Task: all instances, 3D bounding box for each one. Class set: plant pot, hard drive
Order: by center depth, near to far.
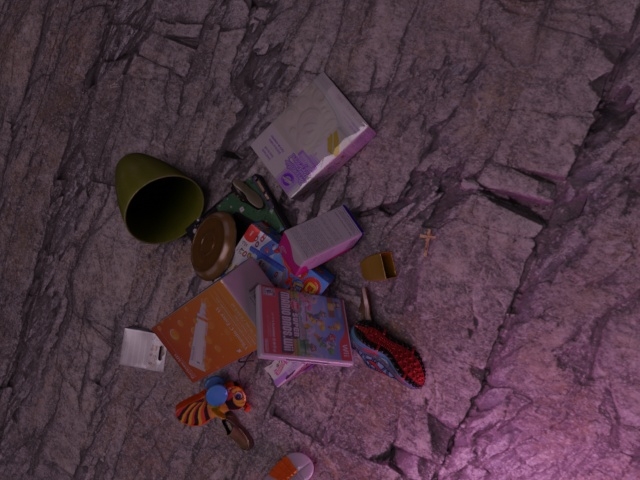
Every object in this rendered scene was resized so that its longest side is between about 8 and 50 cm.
[{"bbox_3d":[0.167,0.081,1.291,0.083,0.081,0.081,-16,83,33],"label":"plant pot"},{"bbox_3d":[-0.357,0.013,1.411,0.236,0.032,0.236,-15,68,40],"label":"plant pot"},{"bbox_3d":[-0.282,-0.036,1.482,0.339,0.064,0.237,-36,76,18],"label":"hard drive"},{"bbox_3d":[-0.604,-0.180,1.535,0.293,0.275,0.275,43,104,34],"label":"plant pot"}]

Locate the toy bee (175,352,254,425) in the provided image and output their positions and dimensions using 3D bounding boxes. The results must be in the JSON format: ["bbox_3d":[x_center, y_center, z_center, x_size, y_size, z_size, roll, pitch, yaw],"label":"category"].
[{"bbox_3d":[-0.313,0.526,1.431,0.298,0.195,0.162,-31,102,8],"label":"toy bee"}]

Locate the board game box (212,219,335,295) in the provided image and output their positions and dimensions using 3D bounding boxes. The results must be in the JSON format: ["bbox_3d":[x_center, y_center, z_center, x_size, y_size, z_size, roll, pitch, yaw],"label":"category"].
[{"bbox_3d":[-0.164,0.148,1.377,0.302,0.086,0.308,37,106,8],"label":"board game box"}]

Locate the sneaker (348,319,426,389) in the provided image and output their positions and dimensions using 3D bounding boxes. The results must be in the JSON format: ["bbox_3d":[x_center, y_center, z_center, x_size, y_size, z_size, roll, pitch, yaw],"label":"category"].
[{"bbox_3d":[0.191,0.339,1.277,0.262,0.104,0.125,41,144,4],"label":"sneaker"}]

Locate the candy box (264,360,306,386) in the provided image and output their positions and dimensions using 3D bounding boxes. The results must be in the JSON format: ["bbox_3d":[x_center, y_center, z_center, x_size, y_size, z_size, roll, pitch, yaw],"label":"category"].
[{"bbox_3d":[-0.049,0.343,1.304,0.165,0.196,0.070,-44,72,17],"label":"candy box"}]

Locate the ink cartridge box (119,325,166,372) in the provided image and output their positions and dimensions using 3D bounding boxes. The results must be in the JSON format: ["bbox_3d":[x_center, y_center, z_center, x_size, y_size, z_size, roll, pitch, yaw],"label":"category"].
[{"bbox_3d":[-0.663,0.411,1.650,0.179,0.045,0.145,9,91,4],"label":"ink cartridge box"}]

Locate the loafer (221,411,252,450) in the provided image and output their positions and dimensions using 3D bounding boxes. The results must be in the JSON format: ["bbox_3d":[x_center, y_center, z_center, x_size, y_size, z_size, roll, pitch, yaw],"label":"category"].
[{"bbox_3d":[-0.289,0.654,1.474,0.148,0.050,0.056,45,105,17],"label":"loafer"}]

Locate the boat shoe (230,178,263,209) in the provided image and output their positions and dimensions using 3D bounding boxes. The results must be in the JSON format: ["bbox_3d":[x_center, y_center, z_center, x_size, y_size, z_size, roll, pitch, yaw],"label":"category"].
[{"bbox_3d":[-0.239,-0.144,1.414,0.133,0.049,0.042,41,131,11],"label":"boat shoe"}]

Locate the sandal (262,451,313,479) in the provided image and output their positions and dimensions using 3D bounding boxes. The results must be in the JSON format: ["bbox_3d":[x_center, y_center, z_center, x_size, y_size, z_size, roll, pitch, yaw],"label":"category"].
[{"bbox_3d":[-0.126,0.777,1.389,0.265,0.076,0.102,-39,53,5],"label":"sandal"}]

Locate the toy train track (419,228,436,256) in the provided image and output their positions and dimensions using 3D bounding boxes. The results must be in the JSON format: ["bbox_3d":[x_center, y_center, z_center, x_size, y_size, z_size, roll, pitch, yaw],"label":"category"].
[{"bbox_3d":[0.312,0.006,1.267,0.048,0.014,0.083,10,98,15],"label":"toy train track"}]

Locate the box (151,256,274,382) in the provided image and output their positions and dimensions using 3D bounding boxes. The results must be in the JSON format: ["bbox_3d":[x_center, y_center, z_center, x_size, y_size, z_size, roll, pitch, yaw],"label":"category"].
[{"bbox_3d":[-0.291,0.237,1.281,0.345,0.168,0.215,-34,94,30],"label":"box"}]

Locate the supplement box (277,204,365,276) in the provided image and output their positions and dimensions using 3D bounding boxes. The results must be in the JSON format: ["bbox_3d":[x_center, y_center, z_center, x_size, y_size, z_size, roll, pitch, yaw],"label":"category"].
[{"bbox_3d":[0.000,0.000,1.275,0.114,0.220,0.111,56,150,14],"label":"supplement box"}]

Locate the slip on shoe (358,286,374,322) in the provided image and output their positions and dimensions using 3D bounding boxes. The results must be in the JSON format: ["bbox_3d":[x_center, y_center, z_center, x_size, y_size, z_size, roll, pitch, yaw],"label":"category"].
[{"bbox_3d":[0.134,0.209,1.315,0.041,0.051,0.135,-11,92,17],"label":"slip on shoe"}]

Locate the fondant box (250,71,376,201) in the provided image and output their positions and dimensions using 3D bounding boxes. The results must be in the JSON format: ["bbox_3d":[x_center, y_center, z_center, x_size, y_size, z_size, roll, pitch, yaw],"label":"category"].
[{"bbox_3d":[-0.027,-0.319,1.369,0.330,0.096,0.238,-41,75,17],"label":"fondant box"}]

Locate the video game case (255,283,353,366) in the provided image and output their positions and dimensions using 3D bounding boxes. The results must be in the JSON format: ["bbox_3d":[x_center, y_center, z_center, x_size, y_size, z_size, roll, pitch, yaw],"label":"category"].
[{"bbox_3d":[-0.044,0.236,1.199,0.025,0.285,0.204,-45,41,42],"label":"video game case"}]
